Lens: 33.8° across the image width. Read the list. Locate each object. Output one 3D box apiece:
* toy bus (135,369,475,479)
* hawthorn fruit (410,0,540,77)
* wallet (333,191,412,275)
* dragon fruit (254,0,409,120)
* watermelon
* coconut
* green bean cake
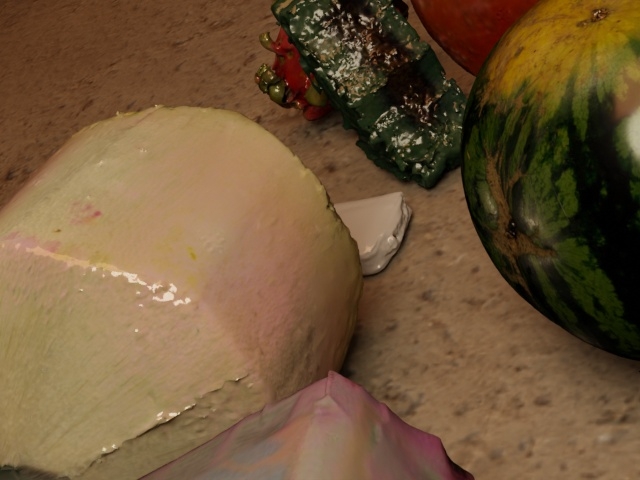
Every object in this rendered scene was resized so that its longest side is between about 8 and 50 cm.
[{"bbox_3d":[-0.083,0.229,0.596,0.386,0.171,0.162,-32,20,27],"label":"toy bus"},{"bbox_3d":[0.219,-0.247,0.916,0.284,0.284,0.284,-24,32,16],"label":"hawthorn fruit"},{"bbox_3d":[0.000,0.000,1.002,0.190,0.033,0.095,-5,42,39],"label":"wallet"},{"bbox_3d":[0.012,-0.217,1.172,0.160,0.166,0.172,29,95,24],"label":"dragon fruit"},{"bbox_3d":[0.218,-0.053,0.666,0.269,0.269,0.269,-24,32,16],"label":"watermelon"},{"bbox_3d":[-0.136,0.080,0.783,0.297,0.297,0.309,-10,31,34],"label":"coconut"},{"bbox_3d":[0.052,-0.167,1.023,0.107,0.208,0.193,-36,29,1],"label":"green bean cake"}]
